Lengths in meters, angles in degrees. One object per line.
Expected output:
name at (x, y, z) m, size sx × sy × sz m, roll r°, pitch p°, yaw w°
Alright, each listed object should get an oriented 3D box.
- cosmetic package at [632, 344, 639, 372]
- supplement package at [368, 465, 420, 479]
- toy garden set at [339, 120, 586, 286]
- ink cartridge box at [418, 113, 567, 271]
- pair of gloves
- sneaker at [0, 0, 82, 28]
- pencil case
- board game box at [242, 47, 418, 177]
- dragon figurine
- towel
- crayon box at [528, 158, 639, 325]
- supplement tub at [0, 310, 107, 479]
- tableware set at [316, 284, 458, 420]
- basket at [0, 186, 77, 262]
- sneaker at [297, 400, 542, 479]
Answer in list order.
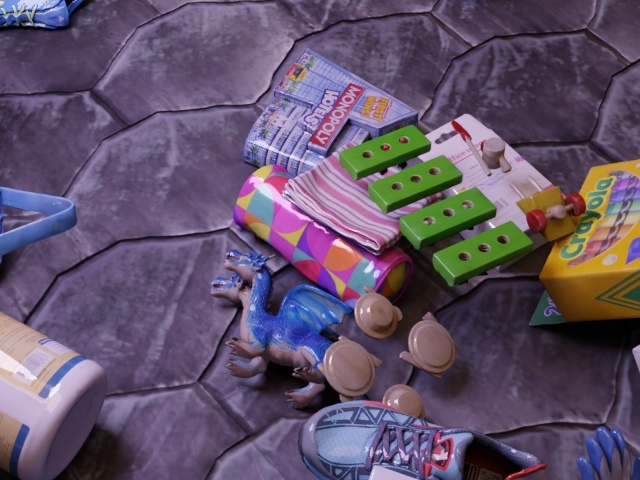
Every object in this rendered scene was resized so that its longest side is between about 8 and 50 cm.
cosmetic package at (0.514, 0.128, 1.278) m, size 0.296 × 0.129 × 0.153 m, roll -25°, pitch 95°, yaw -20°
supplement package at (0.071, 0.365, 1.099) m, size 0.139 × 0.134 × 0.244 m, roll 16°, pitch 52°, yaw 12°
toy garden set at (0.171, -0.052, 1.385) m, size 0.204 × 0.049 × 0.244 m, roll -22°, pitch 49°, yaw -20°
ink cartridge box at (0.211, -0.066, 1.506) m, size 0.115 × 0.067 × 0.198 m, roll -28°, pitch 58°, yaw -24°
pair of gloves at (0.268, 0.281, 1.174) m, size 0.198 × 0.023 × 0.159 m, roll -17°, pitch 95°, yaw -29°
sneaker at (-0.444, -0.353, 1.704) m, size 0.126 × 0.091 × 0.240 m, roll 38°, pitch 58°, yaw 25°
pencil case at (0.000, 0.000, 1.426) m, size 0.236 × 0.104 × 0.104 m, roll 36°, pitch 58°, yaw 25°
board game box at (0.024, -0.155, 1.577) m, size 0.194 × 0.060 × 0.194 m, roll 21°, pitch 53°, yaw 16°
dragon figurine at (-0.015, 0.108, 1.340) m, size 0.289 × 0.085 × 0.144 m, roll 21°, pitch 53°, yaw 15°
towel at (0.055, -0.059, 1.421) m, size 0.144 × 0.029 × 0.197 m, roll 32°, pitch 34°, yaw 14°
crayon box at (0.392, -0.008, 1.340) m, size 0.323 × 0.083 × 0.203 m, roll -9°, pitch 37°, yaw 43°
supplement tub at (-0.344, 0.154, 1.237) m, size 0.200 × 0.144 × 0.144 m, roll 27°, pitch 54°, yaw 9°
tableware set at (0.078, 0.133, 1.304) m, size 0.141 × 0.020 × 0.168 m, roll 38°, pitch 54°, yaw -10°
basket at (-0.457, -0.016, 1.309) m, size 0.289 × 0.201 × 0.255 m, roll 16°, pitch 27°, yaw 32°
sneaker at (0.109, 0.215, 1.193) m, size 0.262 × 0.125 × 0.104 m, roll 13°, pitch 67°, yaw -7°
